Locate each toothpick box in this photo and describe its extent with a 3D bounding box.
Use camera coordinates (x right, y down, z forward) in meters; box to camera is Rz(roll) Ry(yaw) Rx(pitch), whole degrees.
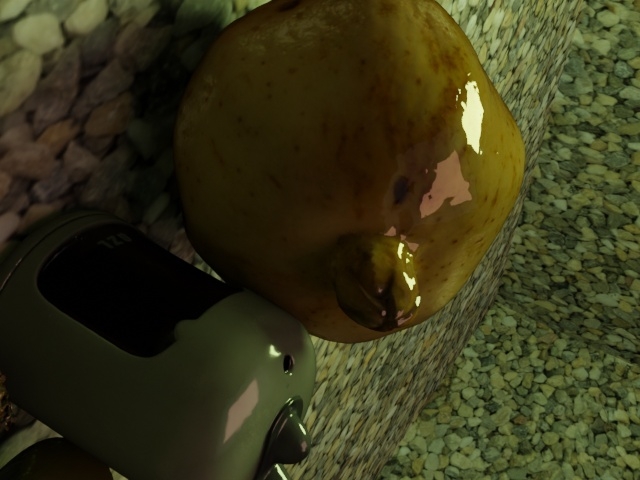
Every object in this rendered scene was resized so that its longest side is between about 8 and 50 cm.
[{"bbox_3d":[-0.146,0.132,0.726,0.229,0.316,0.229,-48,154,-34],"label":"toothpick box"}]

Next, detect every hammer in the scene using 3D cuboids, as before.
[{"bbox_3d":[-0.347,0.265,0.671,0.202,0.113,0.305,-44,150,22],"label":"hammer"}]

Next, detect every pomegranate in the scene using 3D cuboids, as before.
[{"bbox_3d":[0.028,-0.064,0.796,0.410,0.409,0.410,-48,152,-36],"label":"pomegranate"}]

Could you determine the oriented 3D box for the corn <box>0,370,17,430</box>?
[{"bbox_3d":[-0.353,0.136,0.533,0.317,0.115,0.115,-3,116,-63],"label":"corn"}]
